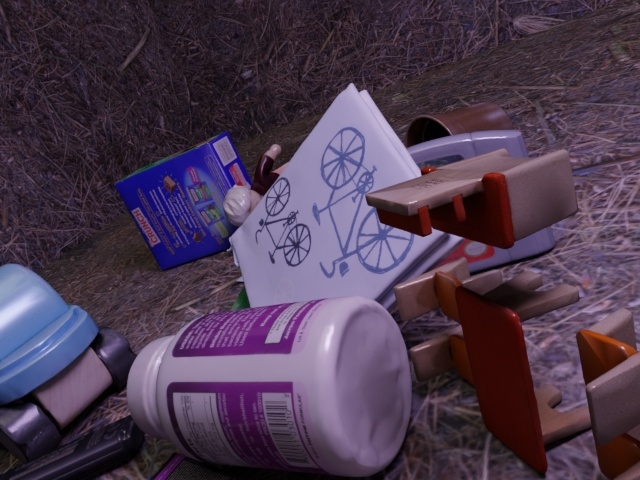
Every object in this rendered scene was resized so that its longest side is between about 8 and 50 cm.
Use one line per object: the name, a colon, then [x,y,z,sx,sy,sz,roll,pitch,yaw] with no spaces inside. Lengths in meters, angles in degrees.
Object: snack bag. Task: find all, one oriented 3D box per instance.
snack bag: [0.000,0.000,0.725,0.342,0.037,0.323,-49,43,25]

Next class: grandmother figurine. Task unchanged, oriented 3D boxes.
grandmother figurine: [-0.108,-0.130,1.307,0.104,0.208,0.342,6,28,36]

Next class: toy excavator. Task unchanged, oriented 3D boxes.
toy excavator: [-0.583,0.114,0.906,0.433,0.445,0.222,-7,27,42]

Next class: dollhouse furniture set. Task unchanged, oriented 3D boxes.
dollhouse furniture set: [0.138,0.066,0.435,0.135,0.259,0.262,-20,16,-15]

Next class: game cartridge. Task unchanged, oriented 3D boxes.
game cartridge: [0.157,-0.039,0.761,0.294,0.196,0.060,-18,12,21]

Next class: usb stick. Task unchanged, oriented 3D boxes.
usb stick: [-0.374,0.319,0.732,0.278,0.045,0.077,-26,13,1]

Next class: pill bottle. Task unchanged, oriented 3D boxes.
pill bottle: [-0.068,0.158,0.583,0.301,0.169,0.169,-11,25,34]

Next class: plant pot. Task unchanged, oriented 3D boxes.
plant pot: [0.286,-0.196,1.074,0.165,0.167,0.167,-26,19,-23]

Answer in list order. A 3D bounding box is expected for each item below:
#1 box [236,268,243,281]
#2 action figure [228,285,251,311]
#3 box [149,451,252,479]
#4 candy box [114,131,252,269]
box: [-0.098,0.023,1.142,0.109,0.042,0.178,-4,28,46]
action figure: [-0.097,0.101,0.914,0.137,0.063,0.232,-17,25,27]
box: [-0.144,0.289,0.553,0.162,0.029,0.116,-7,28,44]
candy box: [-0.334,-0.097,1.393,0.317,0.268,0.122,-17,18,22]
